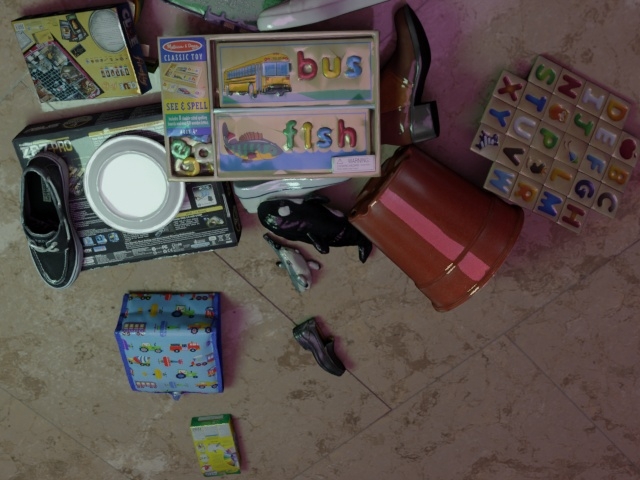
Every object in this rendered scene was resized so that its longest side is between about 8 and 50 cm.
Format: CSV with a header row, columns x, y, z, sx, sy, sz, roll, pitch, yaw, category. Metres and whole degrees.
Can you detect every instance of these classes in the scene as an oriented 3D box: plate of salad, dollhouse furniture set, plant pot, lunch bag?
x,y,z,sx,sy,sz,roll,pitch,yaw,category
-0.364,-0.110,1.499,0.200,0.048,0.200,0,107,0,plate of salad
-0.334,-0.395,1.441,0.059,0.076,0.151,12,127,-5,dollhouse furniture set
0.216,-0.040,1.534,0.265,0.272,0.272,37,112,-9,plant pot
-0.341,0.273,1.776,0.221,0.138,0.293,0,127,-3,lunch bag

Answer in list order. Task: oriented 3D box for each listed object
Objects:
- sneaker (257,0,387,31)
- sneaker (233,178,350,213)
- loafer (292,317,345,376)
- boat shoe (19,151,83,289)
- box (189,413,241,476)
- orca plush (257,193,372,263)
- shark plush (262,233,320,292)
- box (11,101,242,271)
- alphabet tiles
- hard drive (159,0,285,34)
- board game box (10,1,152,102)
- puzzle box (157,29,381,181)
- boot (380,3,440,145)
x,y,z,sx,sy,sz,roll,pitch,yaw,category
0.007,-0.459,1.366,0.290,0.106,0.123,-24,109,-18,sneaker
-0.049,-0.119,1.588,0.258,0.094,0.091,-9,136,10,sneaker
0.009,0.254,1.792,0.061,0.062,0.170,-38,113,13,loafer
-0.545,-0.022,1.520,0.108,0.102,0.301,6,117,-1,boat shoe
-0.264,0.529,1.949,0.105,0.043,0.179,-6,115,3,box
0.000,0.000,1.592,0.151,0.102,0.287,-33,137,31,orca plush
-0.076,0.055,1.691,0.161,0.073,0.067,40,142,-23,shark plush
-0.391,-0.109,1.580,0.395,0.097,0.318,-10,119,5,box
0.473,-0.188,1.507,0.342,0.011,0.285,24,88,-13,alphabet tiles
-0.129,-0.550,1.362,0.237,0.064,0.339,19,116,-9,hard drive
-0.450,-0.350,1.437,0.243,0.042,0.165,1,120,22,board game box
-0.090,-0.249,1.416,0.409,0.052,0.272,-2,101,2,puzzle box
0.078,-0.303,1.488,0.280,0.096,0.264,-6,104,22,boot
